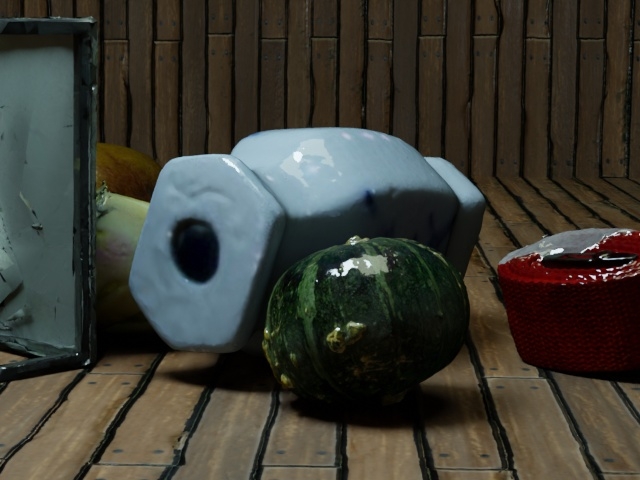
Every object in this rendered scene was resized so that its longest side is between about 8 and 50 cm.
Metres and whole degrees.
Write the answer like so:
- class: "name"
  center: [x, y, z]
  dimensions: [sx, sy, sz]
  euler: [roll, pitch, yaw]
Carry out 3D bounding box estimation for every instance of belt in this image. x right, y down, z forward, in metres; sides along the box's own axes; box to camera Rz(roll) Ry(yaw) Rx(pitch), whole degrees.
- class: "belt"
  center: [0.268, 0.066, 1.570]
  dimensions: [0.201, 0.124, 0.128]
  euler: [1, 25, 47]

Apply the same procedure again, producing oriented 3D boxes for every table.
- class: "table"
  center: [-0.382, -0.043, 1.511]
  dimensions: [0.222, 0.335, 0.272]
  euler: [7, 10, 42]

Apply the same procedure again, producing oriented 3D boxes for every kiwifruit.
- class: "kiwifruit"
  center: [-0.261, -0.020, 1.895]
  dimensions: [0.196, 0.196, 0.234]
  euler: [5, 12, 31]

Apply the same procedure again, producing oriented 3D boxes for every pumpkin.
- class: "pumpkin"
  center: [0.039, 0.070, 1.398]
  dimensions: [0.190, 0.146, 0.190]
  euler: [-7, -16, -2]

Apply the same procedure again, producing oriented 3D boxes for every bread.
- class: "bread"
  center: [-0.188, 0.034, 1.680]
  dimensions: [0.156, 0.158, 0.261]
  euler: [16, -4, 25]

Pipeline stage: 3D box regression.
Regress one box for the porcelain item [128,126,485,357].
- class: "porcelain item"
  center: [0.000, 0.000, 1.620]
  dimensions: [0.178, 0.242, 0.405]
  euler: [26, 17, 30]
